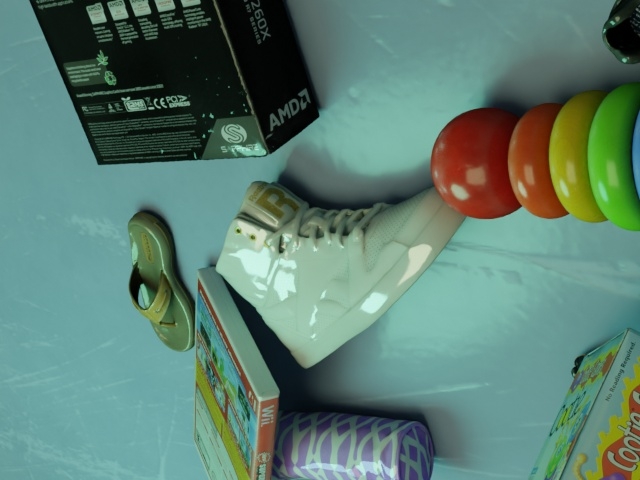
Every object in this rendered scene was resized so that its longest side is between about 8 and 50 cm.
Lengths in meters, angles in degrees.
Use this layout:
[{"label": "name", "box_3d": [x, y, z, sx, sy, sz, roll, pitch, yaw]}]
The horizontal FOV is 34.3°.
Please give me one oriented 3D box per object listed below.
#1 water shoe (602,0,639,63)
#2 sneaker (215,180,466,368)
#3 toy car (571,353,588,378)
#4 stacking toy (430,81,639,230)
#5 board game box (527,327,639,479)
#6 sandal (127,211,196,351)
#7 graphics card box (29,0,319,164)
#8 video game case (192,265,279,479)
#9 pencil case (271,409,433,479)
[{"label": "water shoe", "box_3d": [0.282, -0.148, 0.658, 0.203, 0.080, 0.073, -9, 114, 41]}, {"label": "sneaker", "box_3d": [0.000, 0.000, 0.959, 0.169, 0.108, 0.292, 45, 137, -2]}, {"label": "toy car", "box_3d": [0.245, 0.149, 0.942, 0.040, 0.060, 0.122, -6, 147, -8]}, {"label": "stacking toy", "box_3d": [0.224, -0.060, 0.747, 0.330, 0.141, 0.141, 1, 121, 45]}, {"label": "board game box", "box_3d": [0.310, 0.200, 0.773, 0.275, 0.142, 0.144, 27, 167, 8]}, {"label": "sandal", "box_3d": [-0.191, 0.054, 1.183, 0.072, 0.049, 0.180, 9, 125, 32]}, {"label": "graphics card box", "box_3d": [-0.163, -0.250, 0.916, 0.232, 0.094, 0.371, -1, 118, 37]}, {"label": "video game case", "box_3d": [-0.100, 0.199, 1.156, 0.204, 0.025, 0.285, -122, 29, -44]}, {"label": "pencil case", "box_3d": [0.023, 0.233, 1.120, 0.206, 0.086, 0.088, -3, 110, 38]}]
